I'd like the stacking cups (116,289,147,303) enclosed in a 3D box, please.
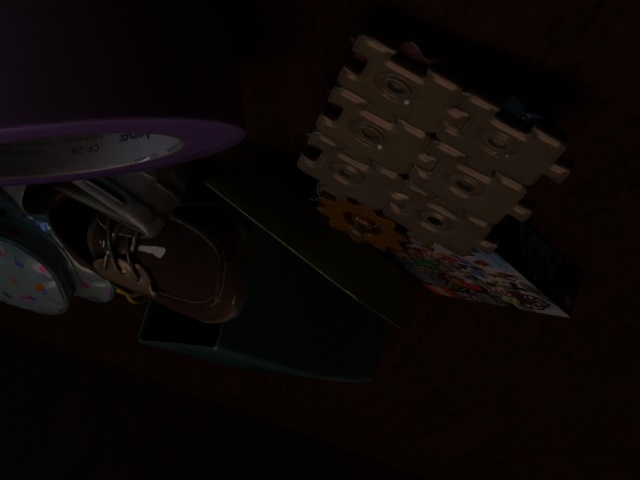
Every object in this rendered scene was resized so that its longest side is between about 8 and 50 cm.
[{"bbox_3d":[-0.356,-0.004,1.843,0.316,0.096,0.096,16,165,22],"label":"stacking cups"}]

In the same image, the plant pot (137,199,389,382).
[{"bbox_3d":[-0.044,0.074,1.575,0.234,0.165,0.165,25,165,-33],"label":"plant pot"}]

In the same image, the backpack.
[{"bbox_3d":[-0.315,0.000,1.676,0.188,0.144,0.166,6,140,17],"label":"backpack"}]

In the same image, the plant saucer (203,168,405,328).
[{"bbox_3d":[0.000,0.000,1.348,0.188,0.045,0.188,38,-179,21],"label":"plant saucer"}]

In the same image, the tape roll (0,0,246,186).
[{"bbox_3d":[-0.194,-0.102,1.024,0.275,0.090,0.275,-6,176,0],"label":"tape roll"}]

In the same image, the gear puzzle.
[{"bbox_3d":[0.075,-0.059,1.090,0.175,0.044,0.339,28,158,-1],"label":"gear puzzle"}]

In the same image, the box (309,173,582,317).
[{"bbox_3d":[0.120,0.000,1.306,0.159,0.044,0.233,8,161,39],"label":"box"}]

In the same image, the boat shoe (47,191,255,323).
[{"bbox_3d":[-0.183,0.010,1.461,0.116,0.123,0.324,4,-172,-36],"label":"boat shoe"}]

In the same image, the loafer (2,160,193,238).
[{"bbox_3d":[-0.282,-0.084,1.400,0.319,0.111,0.112,14,165,21],"label":"loafer"}]
